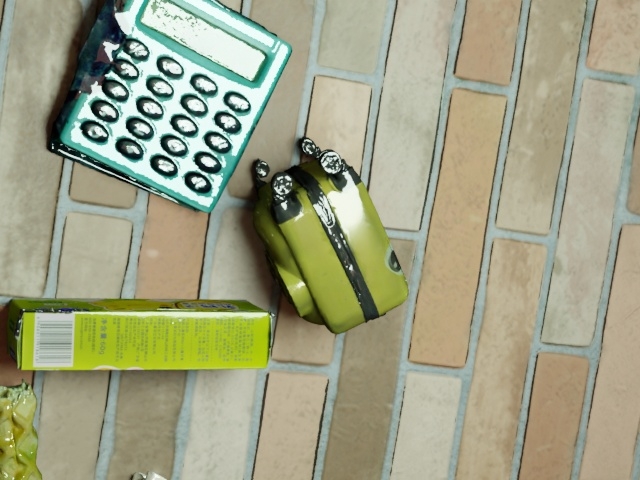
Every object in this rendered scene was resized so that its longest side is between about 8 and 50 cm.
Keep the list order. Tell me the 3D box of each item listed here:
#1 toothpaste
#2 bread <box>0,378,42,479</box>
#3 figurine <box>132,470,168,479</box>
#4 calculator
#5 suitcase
[{"bbox_3d":[-0.230,0.117,1.877,0.328,0.110,0.077,1,94,-20],"label":"toothpaste"},{"bbox_3d":[-0.391,0.308,1.846,0.098,0.087,0.269,-4,96,5],"label":"bread"},{"bbox_3d":[-0.186,0.395,1.938,0.195,0.111,0.102,40,65,-16],"label":"figurine"},{"bbox_3d":[-0.191,-0.191,1.884,0.248,0.058,0.274,27,88,-19],"label":"calculator"},{"bbox_3d":[0.000,0.000,1.903,0.143,0.194,0.234,-26,104,-7],"label":"suitcase"}]
